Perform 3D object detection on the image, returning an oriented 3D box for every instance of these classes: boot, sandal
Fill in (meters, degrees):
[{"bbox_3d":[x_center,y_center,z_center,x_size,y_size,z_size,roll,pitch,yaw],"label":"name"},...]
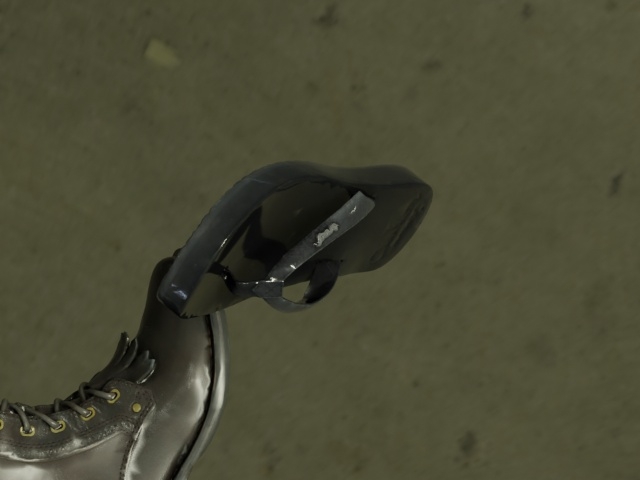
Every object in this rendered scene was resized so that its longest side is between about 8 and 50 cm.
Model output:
[{"bbox_3d":[-0.185,0.116,1.212,0.229,0.091,0.263,12,81,-20],"label":"boot"},{"bbox_3d":[0.001,-0.001,1.167,0.054,0.097,0.254,41,30,22],"label":"sandal"}]
